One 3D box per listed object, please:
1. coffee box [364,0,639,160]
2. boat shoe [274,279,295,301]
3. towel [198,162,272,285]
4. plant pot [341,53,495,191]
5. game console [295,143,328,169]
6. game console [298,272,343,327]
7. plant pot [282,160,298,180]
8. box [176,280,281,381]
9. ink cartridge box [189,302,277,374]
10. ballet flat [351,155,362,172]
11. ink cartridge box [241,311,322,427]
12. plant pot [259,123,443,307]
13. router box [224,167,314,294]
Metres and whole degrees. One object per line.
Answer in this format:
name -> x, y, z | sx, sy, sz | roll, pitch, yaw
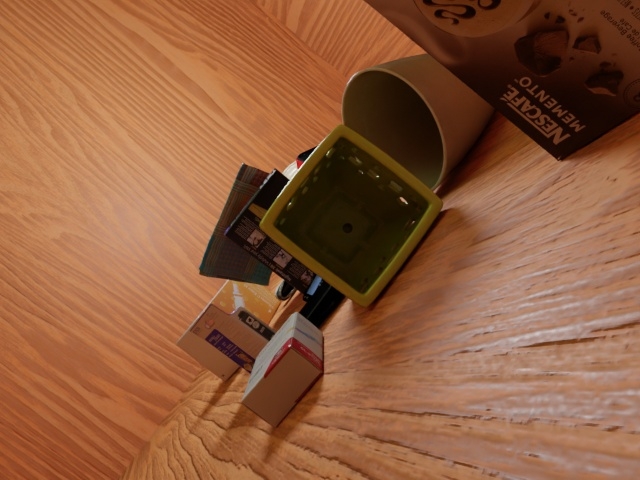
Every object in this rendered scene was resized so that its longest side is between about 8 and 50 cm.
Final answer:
coffee box -> 0.210, -0.244, 0.478 | 0.119, 0.297, 0.168 | -58, 9, -32
boat shoe -> -0.087, 0.121, 1.706 | 0.219, 0.077, 0.070 | -62, 8, -21
towel -> -0.208, -0.033, 1.507 | 0.040, 0.271, 0.371 | 35, 104, 46
plant pot -> 0.226, -0.262, 0.928 | 0.274, 0.257, 0.256 | -36, -1, -25
game console -> 0.114, -0.367, 1.993 | 0.386, 0.060, 0.342 | -28, 32, -18
game console -> -0.002, 0.122, 1.141 | 0.213, 0.044, 0.361 | -52, 5, -9
plant pot -> -0.014, -0.187, 2.086 | 0.334, 0.333, 0.305 | -50, 17, 5
box -> -0.315, 0.288, 1.697 | 0.168, 0.215, 0.345 | -48, 7, 29
ink cartridge box -> -0.192, 0.228, 1.119 | 0.206, 0.208, 0.045 | -44, 12, 51
ballet flat -> 0.108, -0.219, 1.508 | 0.482, 0.164, 0.182 | -39, -6, -15
ink cartridge box -> -0.060, 0.216, 0.829 | 0.127, 0.072, 0.175 | -51, 5, 8
plant pot -> 0.048, -0.032, 0.859 | 0.227, 0.228, 0.207 | -52, -2, -7
router box -> -0.090, -0.024, 1.413 | 0.243, 0.308, 0.081 | -50, 14, 5
